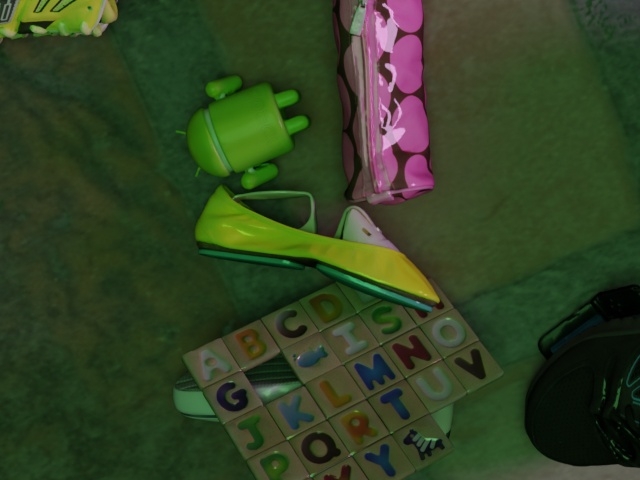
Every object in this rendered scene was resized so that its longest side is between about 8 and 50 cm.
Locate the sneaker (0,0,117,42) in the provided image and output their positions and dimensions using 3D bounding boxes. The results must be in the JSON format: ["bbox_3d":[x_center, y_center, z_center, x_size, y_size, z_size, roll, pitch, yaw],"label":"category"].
[{"bbox_3d":[-0.260,-0.221,1.261,0.384,0.145,0.147,-32,96,8],"label":"sneaker"}]

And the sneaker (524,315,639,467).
[{"bbox_3d":[0.291,0.137,1.224,0.341,0.140,0.125,-23,109,45],"label":"sneaker"}]

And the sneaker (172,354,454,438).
[{"bbox_3d":[-0.005,0.157,1.332,0.258,0.094,0.091,-1,106,7],"label":"sneaker"}]

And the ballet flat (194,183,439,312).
[{"bbox_3d":[0.000,0.000,1.309,0.231,0.077,0.077,14,85,13],"label":"ballet flat"}]

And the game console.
[{"bbox_3d":[0.275,0.111,1.325,0.071,0.107,0.122,-42,96,-21],"label":"game console"}]

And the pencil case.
[{"bbox_3d":[0.050,-0.132,1.283,0.095,0.098,0.209,-6,99,4],"label":"pencil case"}]

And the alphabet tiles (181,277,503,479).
[{"bbox_3d":[0.029,0.124,1.280,0.237,0.009,0.198,-25,58,-18],"label":"alphabet tiles"}]

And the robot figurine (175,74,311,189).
[{"bbox_3d":[-0.067,-0.098,1.308,0.115,0.067,0.101,-22,95,6],"label":"robot figurine"}]
